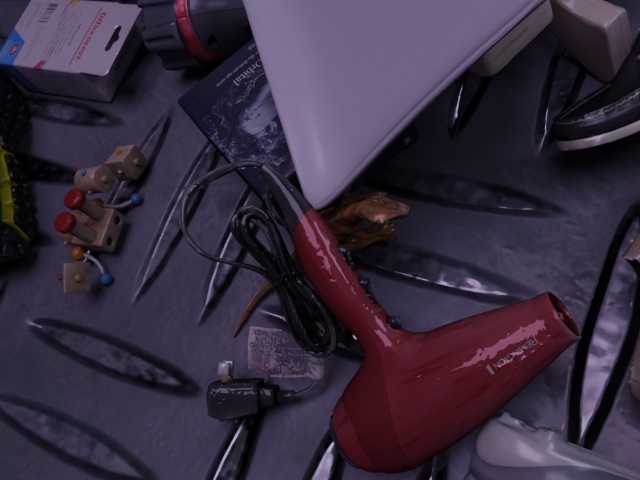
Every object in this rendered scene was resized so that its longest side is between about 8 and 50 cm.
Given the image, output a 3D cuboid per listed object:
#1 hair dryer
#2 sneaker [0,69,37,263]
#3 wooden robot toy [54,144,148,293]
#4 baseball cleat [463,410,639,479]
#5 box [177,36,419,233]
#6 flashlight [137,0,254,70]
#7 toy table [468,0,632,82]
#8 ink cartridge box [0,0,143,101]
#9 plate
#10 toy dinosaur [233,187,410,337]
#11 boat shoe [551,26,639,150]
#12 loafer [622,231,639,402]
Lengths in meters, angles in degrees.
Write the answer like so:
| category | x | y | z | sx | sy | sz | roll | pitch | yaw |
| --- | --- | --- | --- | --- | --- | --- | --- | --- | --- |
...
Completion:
| category | x | y | z | sx | sy | sz | roll | pitch | yaw |
| --- | --- | --- | --- | --- | --- | --- | --- | --- | --- |
| hair dryer | 0.028 | 0.063 | 0.462 | 0.294 | 0.080 | 0.223 | 4 | 111 | 18 |
| sneaker | -0.430 | -0.112 | 0.735 | 0.146 | 0.134 | 0.343 | -22 | 61 | 9 |
| wooden robot toy | -0.248 | -0.025 | 0.668 | 0.079 | 0.076 | 0.173 | 0 | 65 | 32 |
| baseball cleat | 0.192 | 0.190 | 0.416 | 0.206 | 0.072 | 0.109 | 19 | 87 | 31 |
| box | -0.021 | -0.115 | 0.613 | 0.156 | 0.093 | 0.158 | -41 | 60 | -2 |
| flashlight | -0.036 | -0.251 | 0.677 | 0.304 | 0.103 | 0.103 | -4 | 63 | 19 |
| toy table | 0.168 | -0.244 | 0.540 | 0.274 | 0.252 | 0.161 | -52 | 43 | 4 |
| ink cartridge box | -0.287 | -0.229 | 0.780 | 0.181 | 0.061 | 0.104 | 13 | 71 | 25 |
| plate | 0.045 | -0.203 | 0.480 | 0.277 | 0.045 | 0.278 | -42 | 56 | 42 |
| toy dinosaur | 0.000 | 0.000 | 0.558 | 0.211 | 0.112 | 0.064 | -40 | 78 | 44 |
| boat shoe | 0.276 | -0.150 | 0.516 | 0.233 | 0.079 | 0.084 | -34 | 14 | -2 |
| loafer | 0.263 | 0.003 | 0.449 | 0.092 | 0.102 | 0.268 | -8 | 53 | 43 |
